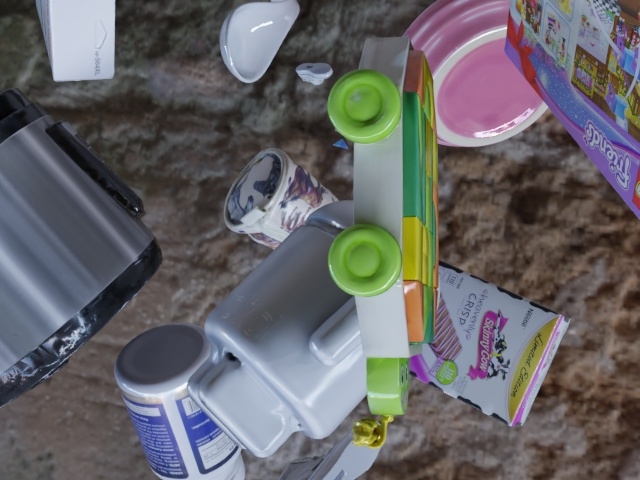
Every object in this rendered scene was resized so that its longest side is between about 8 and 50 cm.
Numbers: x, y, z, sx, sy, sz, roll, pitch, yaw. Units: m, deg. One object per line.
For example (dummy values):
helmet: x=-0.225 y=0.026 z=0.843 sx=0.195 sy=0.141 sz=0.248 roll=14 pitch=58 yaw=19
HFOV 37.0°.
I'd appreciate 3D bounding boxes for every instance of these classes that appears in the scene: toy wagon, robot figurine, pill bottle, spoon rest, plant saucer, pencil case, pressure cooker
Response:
toy wagon: x=0.064 y=0.007 z=0.840 sx=0.068 sy=0.345 sz=0.267 roll=-1 pitch=175 yaw=12
robot figurine: x=0.004 y=0.092 z=1.146 sx=0.200 sy=0.353 sz=0.300 roll=49 pitch=163 yaw=-13
pill bottle: x=-0.201 y=0.268 z=1.435 sx=0.153 sy=0.153 sz=0.265 roll=2 pitch=124 yaw=22
spoon rest: x=-0.107 y=-0.398 z=1.765 sx=0.084 sy=0.276 sz=0.137 roll=-1 pitch=130 yaw=25
plant saucer: x=0.282 y=-0.280 z=1.622 sx=0.332 sy=0.084 sz=0.332 roll=-12 pitch=138 yaw=-11
pencil case: x=0.000 y=0.000 z=1.736 sx=0.160 sy=0.184 sz=0.410 roll=-37 pitch=131 yaw=18
pressure cooker: x=-0.483 y=-0.017 z=1.378 sx=0.370 sy=0.375 sz=0.420 roll=-35 pitch=101 yaw=25

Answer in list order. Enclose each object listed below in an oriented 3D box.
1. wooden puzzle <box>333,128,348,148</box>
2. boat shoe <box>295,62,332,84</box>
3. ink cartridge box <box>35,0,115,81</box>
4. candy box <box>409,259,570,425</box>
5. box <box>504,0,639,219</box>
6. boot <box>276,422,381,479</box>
wooden puzzle: x=0.074 y=-0.226 z=1.855 sx=0.078 sy=0.116 sz=0.014 roll=22 pitch=171 yaw=-5
boat shoe: x=-0.007 y=-0.312 z=1.809 sx=0.100 sy=0.035 sz=0.035 roll=15 pitch=143 yaw=49
ink cartridge box: x=-0.341 y=-0.335 z=1.314 sx=0.085 sy=0.203 sz=0.148 roll=-7 pitch=133 yaw=-19
candy box: x=0.190 y=0.125 z=1.278 sx=0.233 sy=0.159 sz=0.071 roll=24 pitch=-178 yaw=26
box: x=0.238 y=-0.167 z=0.765 sx=0.057 sy=0.293 sz=0.201 roll=-13 pitch=135 yaw=-10
boot: x=0.006 y=0.438 z=1.883 sx=0.123 sy=0.258 sz=0.095 roll=8 pitch=127 yaw=45
